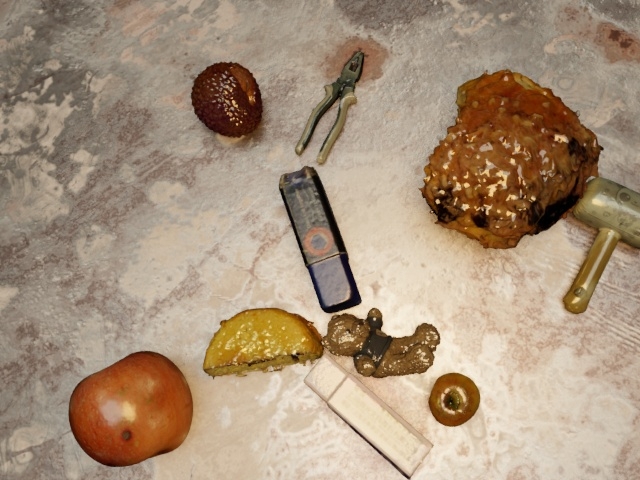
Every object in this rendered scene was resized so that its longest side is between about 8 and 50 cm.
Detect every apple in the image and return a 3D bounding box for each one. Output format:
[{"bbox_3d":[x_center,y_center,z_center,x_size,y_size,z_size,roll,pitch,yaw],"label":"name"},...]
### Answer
[{"bbox_3d":[-0.393,0.363,1.078,0.253,0.253,0.254,-1,75,6],"label":"apple"},{"bbox_3d":[0.288,0.341,1.092,0.099,0.102,0.114,18,85,23],"label":"apple"}]

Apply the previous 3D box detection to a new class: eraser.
[{"bbox_3d":[0.000,0.000,1.183,0.101,0.155,0.333,-19,76,3],"label":"eraser"},{"bbox_3d":[0.097,0.367,1.088,0.287,0.130,0.086,39,80,15],"label":"eraser"}]

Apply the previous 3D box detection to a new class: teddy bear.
[{"bbox_3d":[0.130,0.240,1.124,0.251,0.182,0.129,15,114,9],"label":"teddy bear"}]

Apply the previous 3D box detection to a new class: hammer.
[{"bbox_3d":[0.627,0.024,1.145,0.201,0.113,0.306,29,89,16],"label":"hammer"}]

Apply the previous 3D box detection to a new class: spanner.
[{"bbox_3d":[0.037,-0.353,1.327,0.095,0.040,0.325,25,81,11],"label":"spanner"}]

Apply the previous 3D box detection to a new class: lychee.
[{"bbox_3d":[-0.244,-0.353,1.293,0.187,0.188,0.188,-1,75,6],"label":"lychee"}]

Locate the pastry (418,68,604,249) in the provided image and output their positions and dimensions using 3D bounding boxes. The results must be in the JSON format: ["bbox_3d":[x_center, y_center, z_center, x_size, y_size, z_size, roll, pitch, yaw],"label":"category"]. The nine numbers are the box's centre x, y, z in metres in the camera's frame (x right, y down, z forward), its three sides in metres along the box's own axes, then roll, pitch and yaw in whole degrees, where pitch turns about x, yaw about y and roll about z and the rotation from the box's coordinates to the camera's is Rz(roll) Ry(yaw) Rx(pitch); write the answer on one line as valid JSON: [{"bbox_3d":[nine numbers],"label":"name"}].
[{"bbox_3d":[0.415,-0.164,1.111,0.337,0.292,0.405,21,63,12],"label":"pastry"}]

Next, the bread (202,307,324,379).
[{"bbox_3d":[-0.129,0.219,1.139,0.260,0.160,0.147,-11,68,9],"label":"bread"}]
